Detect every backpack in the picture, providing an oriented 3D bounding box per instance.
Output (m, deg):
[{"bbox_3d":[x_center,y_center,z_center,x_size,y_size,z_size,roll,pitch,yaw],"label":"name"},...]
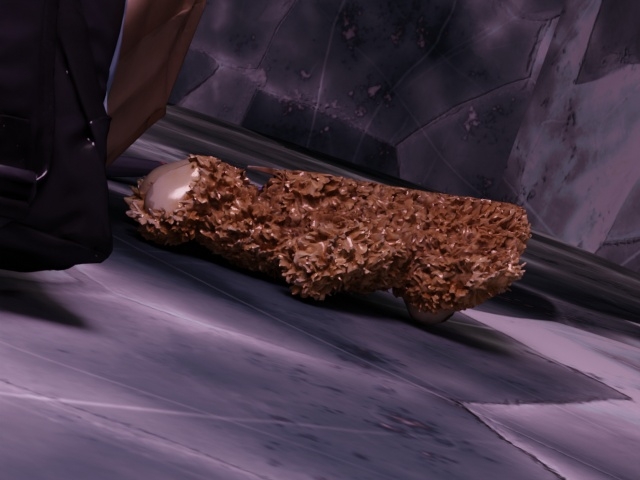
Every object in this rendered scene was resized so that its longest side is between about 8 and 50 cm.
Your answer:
[{"bbox_3d":[-0.241,-0.180,1.041,0.290,0.355,0.273,18,-14,-31],"label":"backpack"}]

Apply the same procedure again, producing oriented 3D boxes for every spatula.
[{"bbox_3d":[-0.145,-0.061,1.915,0.084,0.030,0.296,23,6,42],"label":"spatula"}]

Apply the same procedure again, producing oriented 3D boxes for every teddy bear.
[{"bbox_3d":[0.000,0.000,1.526,0.338,0.113,0.245,9,2,-24],"label":"teddy bear"}]

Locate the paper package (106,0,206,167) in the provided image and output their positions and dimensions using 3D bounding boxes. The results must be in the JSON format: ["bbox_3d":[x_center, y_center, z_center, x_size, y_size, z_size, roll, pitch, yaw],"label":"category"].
[{"bbox_3d":[-0.282,-0.170,1.351,0.325,0.168,0.309,22,25,5],"label":"paper package"}]
